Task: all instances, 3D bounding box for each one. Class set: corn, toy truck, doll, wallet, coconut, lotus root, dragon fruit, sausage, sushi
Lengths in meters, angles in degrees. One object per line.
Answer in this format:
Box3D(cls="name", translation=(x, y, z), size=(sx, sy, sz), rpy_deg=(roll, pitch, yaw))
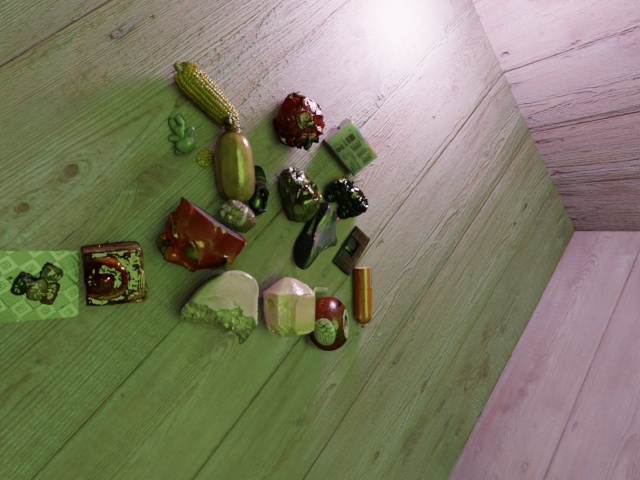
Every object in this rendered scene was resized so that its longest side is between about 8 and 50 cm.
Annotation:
Box3D(cls="corn", translation=(-0.438, -0.561, 1.581), size=(0.322, 0.119, 0.119), rpy_deg=(40, 70, -33))
Box3D(cls="toy truck", translation=(0.137, -0.222, 1.977), size=(0.224, 0.147, 0.165), rpy_deg=(47, 43, -23))
Box3D(cls="doll", translation=(-0.319, -0.086, 1.632), size=(0.221, 0.115, 0.105), rpy_deg=(66, 26, -66))
Box3D(cls="wallet", translation=(0.159, 0.051, 2.047), size=(0.124, 0.042, 0.230), rpy_deg=(43, 71, -30))
Box3D(cls="doll", translation=(-0.524, -0.406, 1.553), size=(0.115, 0.077, 0.150), rpy_deg=(-17, 98, 13))
Box3D(cls="coconut", translation=(-0.137, 0.280, 1.744), size=(0.233, 0.233, 0.245), rpy_deg=(-7, 96, -34))
Box3D(cls="lotus root", translation=(-0.338, -0.316, 1.616), size=(0.151, 0.169, 0.342), rpy_deg=(-8, 102, -33))
Box3D(cls="dragon fruit", translation=(-0.451, 0.010, 1.504), size=(0.305, 0.305, 0.225), rpy_deg=(38, 85, -29))
Box3D(cls="sausage", translation=(0.218, 0.290, 2.064), size=(0.093, 0.093, 0.312), rpy_deg=(-4, 94, -34))
Box3D(cls="dragon fruit", translation=(-0.107, -0.537, 1.773), size=(0.234, 0.234, 0.293), rpy_deg=(-22, 73, -31))
Box3D(cls="sushi", translation=(-0.912, 0.149, 1.324), size=(0.220, 0.047, 0.231), rpy_deg=(0, 92, -34))

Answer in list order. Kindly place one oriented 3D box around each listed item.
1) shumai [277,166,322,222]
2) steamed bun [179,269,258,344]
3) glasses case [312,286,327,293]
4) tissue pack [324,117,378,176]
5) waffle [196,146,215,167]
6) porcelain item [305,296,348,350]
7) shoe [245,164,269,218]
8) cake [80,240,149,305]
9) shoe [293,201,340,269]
Box3D(cls="shumai", translation=(-0.070, -0.204, 1.786), size=(0.189, 0.218, 0.256), rpy_deg=(-26, 105, -21))
Box3D(cls="steamed bun", translation=(-0.389, 0.240, 1.548), size=(0.272, 0.290, 0.273), rpy_deg=(15, 65, -28))
Box3D(cls="glasses case", translation=(-0.001, 0.240, 1.956), size=(0.083, 0.021, 0.032), rpy_deg=(7, 89, -34))
Box3D(cls="tissue pack", translation=(0.142, -0.459, 1.977), size=(0.159, 0.145, 0.229), rpy_deg=(-40, 116, 9))
Box3D(cls="waffle", translation=(-0.457, -0.331, 1.635), size=(0.085, 0.016, 0.078), rpy_deg=(-47, 112, -25))
Box3D(cls="porcelain item", translation=(0.010, 0.384, 1.884), size=(0.253, 0.253, 0.253), rpy_deg=(-1, 92, -34))
Box3D(cls="shoe", translation=(-0.258, -0.205, 1.715), size=(0.099, 0.112, 0.227), rpy_deg=(3, 92, -33))
Box3D(cls="cake", translation=(-0.675, 0.105, 1.339), size=(0.199, 0.293, 0.196), rpy_deg=(-3, 94, -30))
Box3D(cls="shoe", translation=(0.000, 0.000, 1.899), size=(0.171, 0.132, 0.336), rpy_deg=(37, 68, -39))
